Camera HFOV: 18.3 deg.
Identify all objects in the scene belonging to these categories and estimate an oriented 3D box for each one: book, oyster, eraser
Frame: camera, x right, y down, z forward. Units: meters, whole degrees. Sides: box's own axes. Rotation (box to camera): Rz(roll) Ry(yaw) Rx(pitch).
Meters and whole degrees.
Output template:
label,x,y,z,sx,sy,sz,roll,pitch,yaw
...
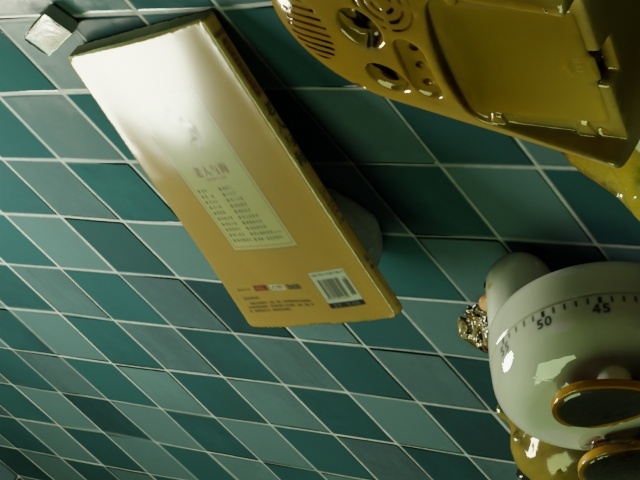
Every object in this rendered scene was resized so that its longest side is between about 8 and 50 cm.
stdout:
label,x,y,z,sx,sy,sz,roll,pitch,yaw
book,-0.095,-0.064,2.127,0.269,0.032,0.389,-5,124,51
oyster,0.209,0.108,2.226,0.103,0.051,0.148,50,160,-25
eraser,-0.294,-0.228,2.154,0.038,0.019,0.083,34,156,-15

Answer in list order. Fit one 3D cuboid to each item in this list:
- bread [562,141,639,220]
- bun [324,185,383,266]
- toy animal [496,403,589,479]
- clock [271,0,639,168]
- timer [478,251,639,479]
label,x,y,z,sx,sy,sz,roll,pitch,yaw
bread,0.324,-0.063,1.727,0.233,0.088,0.161,29,151,6
bun,0.000,0.000,2.202,0.140,0.083,0.141,26,155,13
toy animal,0.328,0.239,2.227,0.281,0.195,0.169,15,113,22
clock,0.108,-0.207,1.528,0.317,0.200,0.244,11,147,28
timer,0.281,0.100,2.013,0.233,0.240,0.233,-2,143,-1
